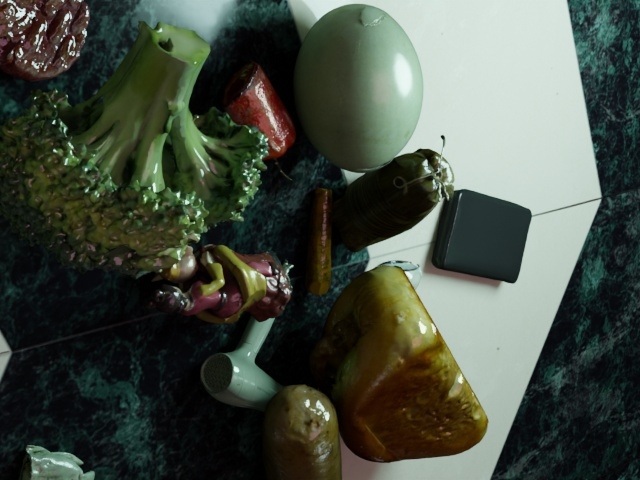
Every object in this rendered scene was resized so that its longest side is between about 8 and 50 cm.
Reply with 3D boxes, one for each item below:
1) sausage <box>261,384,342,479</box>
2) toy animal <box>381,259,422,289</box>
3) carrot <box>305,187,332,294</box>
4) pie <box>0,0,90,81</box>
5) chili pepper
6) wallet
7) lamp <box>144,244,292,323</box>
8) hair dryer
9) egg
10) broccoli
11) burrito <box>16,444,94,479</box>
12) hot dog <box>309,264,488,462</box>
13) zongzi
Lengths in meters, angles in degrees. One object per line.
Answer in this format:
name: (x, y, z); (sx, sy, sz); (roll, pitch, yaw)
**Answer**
sausage: (-0.019, 0.410, 2.033); (0.123, 0.136, 0.500); (-16, 131, -14)
toy animal: (0.134, 0.097, 2.131); (0.085, 0.071, 0.124); (-19, 111, -59)
carrot: (0.000, 0.000, 1.978); (0.042, 0.042, 0.170); (-11, 111, -43)
pie: (-0.339, -0.262, 1.527); (0.154, 0.036, 0.154); (-18, 116, -40)
chili pepper: (-0.079, -0.154, 1.804); (0.086, 0.084, 0.192); (-36, 125, -11)
wallet: (0.291, -0.007, 2.275); (0.250, 0.044, 0.149); (10, 94, -47)
lamp: (-0.156, 0.058, 1.791); (0.253, 0.118, 0.118); (5, 101, -43)
hair dryer: (-0.075, 0.148, 1.954); (0.206, 0.075, 0.237); (32, 74, -54)
egg: (0.054, -0.216, 1.839); (0.186, 0.186, 0.253); (-27, 128, -37)
broccoli: (-0.206, -0.083, 1.512); (0.375, 0.302, 0.249); (1, 68, -39)
burrito: (-0.355, 0.316, 1.730); (0.118, 0.044, 0.074); (14, 91, -44)
hot dog: (0.111, 0.226, 2.042); (0.223, 0.185, 0.405); (-32, 139, 1)
zongzi: (0.162, -0.095, 1.986); (0.241, 0.248, 0.111); (-29, 88, -41)
